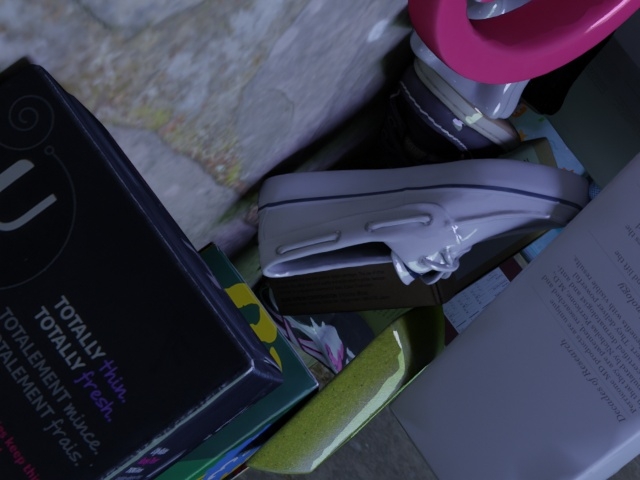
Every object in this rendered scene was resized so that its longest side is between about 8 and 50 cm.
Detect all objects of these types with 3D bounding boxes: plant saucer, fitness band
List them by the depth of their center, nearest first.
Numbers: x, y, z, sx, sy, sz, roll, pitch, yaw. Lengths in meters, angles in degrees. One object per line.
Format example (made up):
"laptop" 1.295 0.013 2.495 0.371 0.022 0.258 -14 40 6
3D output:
"fitness band" 0.162 -0.197 0.664 0.209 0.054 0.291 -12 147 -52
"plant saucer" 0.037 0.136 1.124 0.188 0.045 0.188 -45 171 15

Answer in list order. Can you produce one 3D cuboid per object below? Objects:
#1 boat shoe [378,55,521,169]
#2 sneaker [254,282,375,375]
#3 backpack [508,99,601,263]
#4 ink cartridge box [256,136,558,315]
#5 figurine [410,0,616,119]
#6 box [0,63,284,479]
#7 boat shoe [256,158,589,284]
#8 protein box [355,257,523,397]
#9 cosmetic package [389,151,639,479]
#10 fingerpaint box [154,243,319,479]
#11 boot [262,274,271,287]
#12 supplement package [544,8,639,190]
"boat shoe" 0.094 -0.085 1.008 0.092 0.103 0.285 -42 177 7
"sneaker" -0.006 0.099 1.433 0.077 0.178 0.072 -8 -143 52
"backpack" 0.291 -0.059 1.430 0.191 0.253 0.225 -34 176 13
"ink cartridge box" 0.090 -0.013 1.176 0.193 0.088 0.235 -9 -167 42
"figurine" 0.178 -0.190 0.871 0.209 0.092 0.215 -48 167 21
"box" -0.174 0.076 0.568 0.270 0.165 0.143 -36 171 -2
"boat shoe" 0.075 -0.007 0.960 0.258 0.084 0.095 -4 164 22
"protein box" 0.111 0.048 1.444 0.136 0.201 0.200 -33 171 -23
"cosmetic package" 0.251 0.065 0.987 0.217 0.156 0.385 -17 153 -41
"fingerpaint box" -0.189 0.209 1.242 0.371 0.163 0.445 -35 171 -7
"boot" 0.000 0.000 1.322 0.106 0.037 0.114 -31 165 -47
"supplement package" 0.303 -0.157 1.128 0.149 0.194 0.203 -34 172 -12
